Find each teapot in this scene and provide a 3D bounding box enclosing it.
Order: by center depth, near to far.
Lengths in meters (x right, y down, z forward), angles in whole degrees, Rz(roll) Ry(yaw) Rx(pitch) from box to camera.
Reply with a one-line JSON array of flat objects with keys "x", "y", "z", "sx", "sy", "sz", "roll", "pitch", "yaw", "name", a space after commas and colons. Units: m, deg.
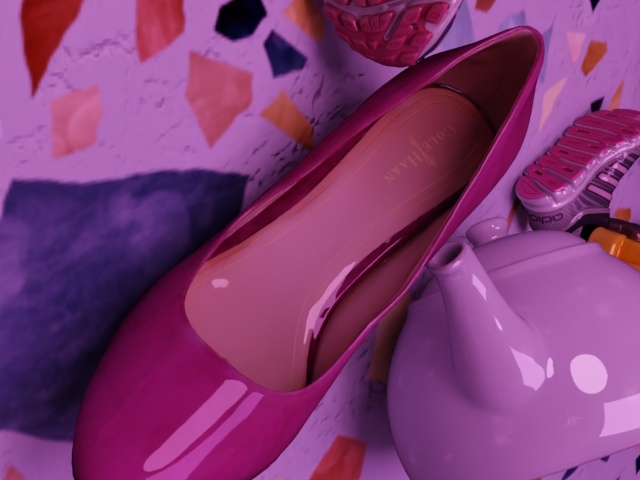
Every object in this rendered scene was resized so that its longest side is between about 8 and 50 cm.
[{"x": 0.154, "y": 0.074, "z": 0.998, "sx": 0.252, "sy": 0.256, "sz": 0.187, "roll": -14, "pitch": 81, "yaw": -26, "name": "teapot"}]

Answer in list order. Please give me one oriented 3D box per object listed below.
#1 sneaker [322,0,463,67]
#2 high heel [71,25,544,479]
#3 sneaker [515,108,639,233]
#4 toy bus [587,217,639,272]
[{"x": 0.083, "y": -0.252, "z": 0.817, "sx": 0.112, "sy": 0.120, "sz": 0.299, "roll": 5, "pitch": 100, "yaw": -56, "name": "sneaker"}, {"x": 0.000, "y": 0.000, "z": 0.768, "sx": 0.377, "sy": 0.127, "sz": 0.181, "roll": -50, "pitch": 177, "yaw": -43, "name": "high heel"}, {"x": 0.233, "y": -0.053, "z": 1.147, "sx": 0.170, "sy": 0.063, "sz": 0.075, "roll": -37, "pitch": 132, "yaw": -31, "name": "sneaker"}, {"x": 0.357, "y": 0.078, "z": 1.240, "sx": 0.220, "sy": 0.211, "sz": 0.150, "roll": 8, "pitch": 101, "yaw": -52, "name": "toy bus"}]
